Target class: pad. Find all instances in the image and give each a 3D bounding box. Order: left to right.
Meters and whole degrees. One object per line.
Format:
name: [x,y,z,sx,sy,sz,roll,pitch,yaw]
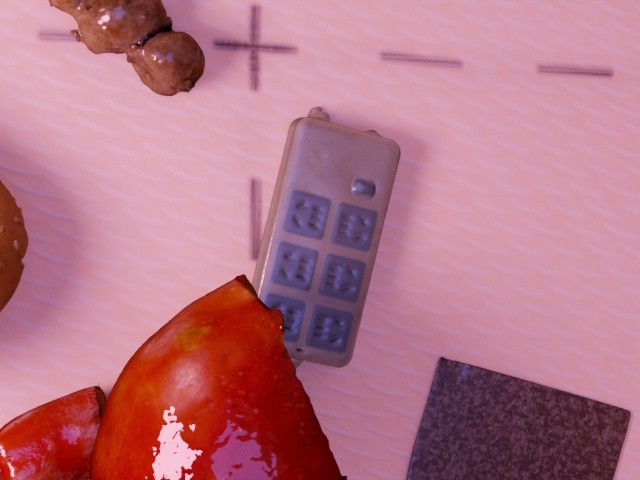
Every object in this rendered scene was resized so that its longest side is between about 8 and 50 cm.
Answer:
pad: [0.214,0.230,1.824,0.235,0.003,0.158,16,88,-15]

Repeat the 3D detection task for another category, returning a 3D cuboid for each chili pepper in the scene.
chili pepper: [-0.286,0.214,1.651,0.192,0.084,0.086,-23,67,-15]

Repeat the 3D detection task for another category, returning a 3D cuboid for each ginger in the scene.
ginger: [-0.195,-0.224,1.658,0.104,0.080,0.204,-41,100,-16]

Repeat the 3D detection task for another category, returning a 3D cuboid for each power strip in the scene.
power strip: [0.000,0.000,1.737,0.118,0.046,0.270,14,88,-15]

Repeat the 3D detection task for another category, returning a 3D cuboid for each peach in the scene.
peach: [-0.081,0.205,1.608,0.281,0.281,0.338,16,91,-15]

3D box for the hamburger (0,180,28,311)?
hamburger: [-0.413,-0.011,1.545,0.283,0.144,0.259,41,60,-12]
